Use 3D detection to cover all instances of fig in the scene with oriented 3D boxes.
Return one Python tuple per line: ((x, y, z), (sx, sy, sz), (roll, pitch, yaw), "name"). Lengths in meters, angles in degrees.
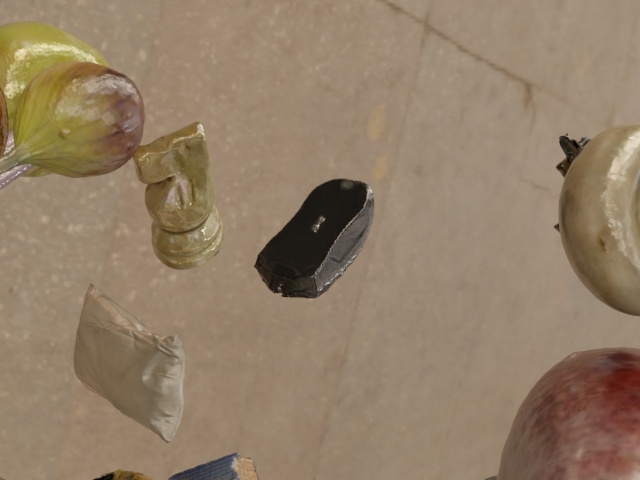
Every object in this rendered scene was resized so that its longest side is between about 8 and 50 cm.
((-0.331, -0.146, 1.290), (0.231, 0.160, 0.143), (-7, 93, -40), "fig")

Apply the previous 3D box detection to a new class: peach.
((-0.542, -0.272, 2.026), (0.316, 0.314, 0.281), (-9, 74, -42), "peach")

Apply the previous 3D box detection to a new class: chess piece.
((-0.232, -0.082, 1.759), (0.137, 0.137, 0.301), (-57, 163, -30), "chess piece")

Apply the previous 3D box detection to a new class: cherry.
((0.336, 0.294, 1.167), (0.335, 0.291, 0.326), (-74, 164, -65), "cherry")

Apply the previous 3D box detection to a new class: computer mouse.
((0.000, 0.000, 1.554), (0.217, 0.122, 0.073), (-50, 142, -26), "computer mouse")

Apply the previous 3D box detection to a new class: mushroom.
((0.346, -0.024, 1.101), (0.209, 0.206, 0.206), (171, -63, -80), "mushroom")

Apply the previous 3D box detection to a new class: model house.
((-0.181, 0.477, 1.831), (0.172, 0.166, 0.183), (69, 1, -74), "model house")

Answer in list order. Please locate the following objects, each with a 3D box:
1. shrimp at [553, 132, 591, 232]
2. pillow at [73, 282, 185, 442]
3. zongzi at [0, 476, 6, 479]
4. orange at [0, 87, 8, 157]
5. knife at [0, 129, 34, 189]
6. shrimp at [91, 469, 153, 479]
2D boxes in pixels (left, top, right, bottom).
((0.327, -0.035, 1.271), (0.254, 0.059, 0.145), (24, 79, -49), "shrimp")
((-0.307, 0.192, 1.698), (0.067, 0.270, 0.173), (2, 105, -49), "pillow")
((-0.718, 0.504, 2.006), (0.300, 0.286, 0.138), (24, 60, -76), "zongzi")
((-0.519, -0.145, 1.315), (0.264, 0.264, 0.264), (-37, 134, -50), "orange")
((-0.491, -0.115, 1.628), (0.398, 0.132, 0.038), (-44, 174, -33), "knife")
((-0.141, 0.274, 0.795), (0.117, 0.262, 0.066), (-42, 122, 3), "shrimp")
